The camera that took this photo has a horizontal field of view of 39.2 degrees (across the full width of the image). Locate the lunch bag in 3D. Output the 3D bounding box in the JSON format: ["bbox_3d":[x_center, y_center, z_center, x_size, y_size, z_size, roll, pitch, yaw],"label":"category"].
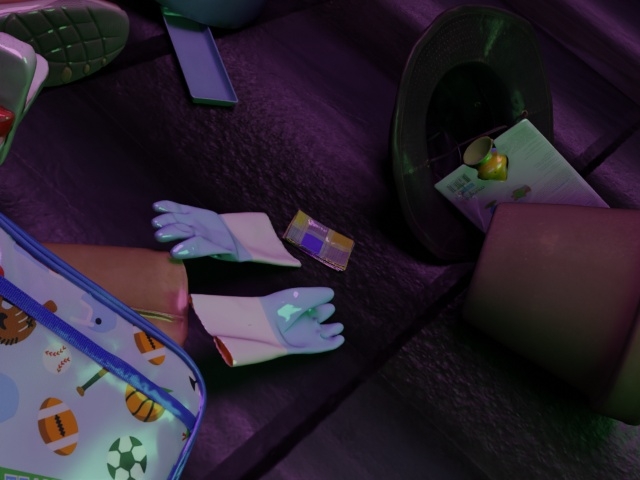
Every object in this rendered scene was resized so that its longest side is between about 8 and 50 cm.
[{"bbox_3d":[-0.233,0.112,0.643,0.303,0.115,0.243,44,50,-29],"label":"lunch bag"}]

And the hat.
[{"bbox_3d":[0.171,-0.141,1.182,0.332,0.331,0.134,-6,14,-36],"label":"hat"}]

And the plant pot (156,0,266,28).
[{"bbox_3d":[-0.157,-0.473,1.270,0.290,0.195,0.290,27,37,-23],"label":"plant pot"}]

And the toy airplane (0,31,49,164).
[{"bbox_3d":[-0.417,-0.186,0.732,0.385,0.272,0.386,-23,54,-26],"label":"toy airplane"}]

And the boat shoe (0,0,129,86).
[{"bbox_3d":[-0.370,-0.248,1.013,0.325,0.123,0.116,-14,56,-42],"label":"boat shoe"}]

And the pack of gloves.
[{"bbox_3d":[-0.061,0.029,0.923,0.195,0.046,0.232,56,24,19],"label":"pack of gloves"}]

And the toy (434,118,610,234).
[{"bbox_3d":[0.264,-0.054,1.137,0.237,0.137,0.056,36,27,-34],"label":"toy"}]

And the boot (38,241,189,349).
[{"bbox_3d":[-0.242,0.095,0.769,0.270,0.089,0.236,13,64,-35],"label":"boot"}]

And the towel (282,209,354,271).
[{"bbox_3d":[0.000,0.000,1.076,0.083,0.009,0.060,30,41,-2],"label":"towel"}]

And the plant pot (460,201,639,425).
[{"bbox_3d":[0.295,0.054,1.050,0.229,0.263,0.263,19,39,10],"label":"plant pot"}]

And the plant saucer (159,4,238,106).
[{"bbox_3d":[-0.168,-0.250,1.215,0.067,0.018,0.192,1,48,-31],"label":"plant saucer"}]
